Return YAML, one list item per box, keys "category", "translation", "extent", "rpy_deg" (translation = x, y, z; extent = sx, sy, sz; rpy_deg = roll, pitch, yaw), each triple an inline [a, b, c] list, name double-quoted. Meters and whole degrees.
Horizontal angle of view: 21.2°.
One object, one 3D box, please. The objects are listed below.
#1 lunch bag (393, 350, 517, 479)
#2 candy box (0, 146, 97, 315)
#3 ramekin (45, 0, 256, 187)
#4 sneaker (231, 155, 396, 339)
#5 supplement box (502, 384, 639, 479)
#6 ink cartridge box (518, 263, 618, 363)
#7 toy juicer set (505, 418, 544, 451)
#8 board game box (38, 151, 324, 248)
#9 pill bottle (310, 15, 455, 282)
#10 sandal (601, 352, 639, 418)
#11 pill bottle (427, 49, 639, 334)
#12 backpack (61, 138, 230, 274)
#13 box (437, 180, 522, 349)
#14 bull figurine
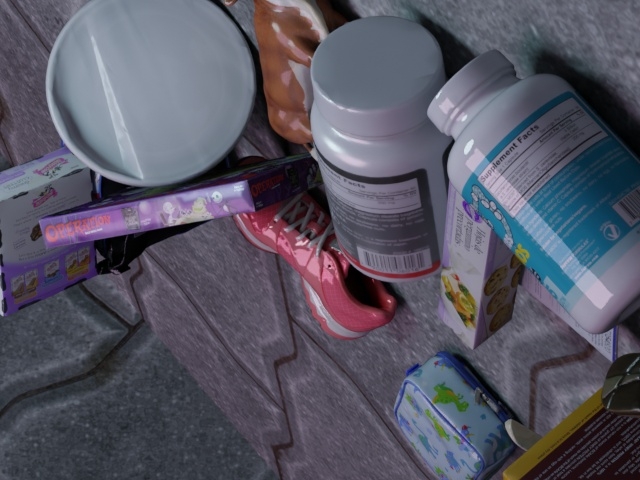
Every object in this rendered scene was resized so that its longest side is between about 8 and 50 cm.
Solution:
- category: "lunch bag"
  translation: [0.183, 0.252, 2.363]
  extent: [0.176, 0.090, 0.219]
  rpy_deg: [47, 162, 15]
- category: "candy box"
  translation: [-0.408, -0.014, 2.444]
  extent: [0.070, 0.165, 0.196]
  rpy_deg: [34, 135, 37]
- category: "ramekin"
  translation: [-0.223, -0.199, 2.269]
  extent: [0.273, 0.273, 0.127]
  rpy_deg: [53, 174, 0]
- category: "sneaker"
  translation: [0.001, 0.000, 2.362]
  extent: [0.314, 0.116, 0.136]
  rpy_deg: [50, 154, -14]
- category: "supplement box"
  translation: [0.335, 0.285, 1.857]
  extent: [0.194, 0.191, 0.129]
  rpy_deg: [41, 160, 32]
- category: "ink cartridge box"
  translation: [0.244, -0.001, 1.781]
  extent: [0.224, 0.045, 0.223]
  rpy_deg: [43, 161, 28]
- category: "toy juicer set"
  translation: [0.372, 0.334, 2.010]
  extent: [0.209, 0.089, 0.329]
  rpy_deg: [18, -148, -49]
- category: "board game box"
  translation: [-0.173, -0.055, 2.239]
  extent: [0.346, 0.208, 0.056]
  rpy_deg: [-9, 103, 33]
- category: "pill bottle"
  translation: [0.076, -0.097, 1.835]
  extent: [0.161, 0.161, 0.283]
  rpy_deg: [42, 159, 33]
- category: "sandal"
  translation: [0.368, 0.161, 1.714]
  extent: [0.060, 0.090, 0.219]
  rpy_deg: [30, 164, -26]
- category: "pill bottle"
  translation: [0.218, -0.052, 1.579]
  extent: [0.264, 0.146, 0.146]
  rpy_deg: [49, 163, 14]
- category: "backpack"
  translation: [-0.260, -0.129, 2.539]
  extent: [0.213, 0.276, 0.263]
  rpy_deg: [42, 147, 27]
- category: "box"
  translation: [0.172, 0.015, 1.805]
  extent: [0.063, 0.067, 0.324]
  rpy_deg: [44, 161, 21]
- category: "bull figurine"
  translation: [-0.014, -0.210, 1.951]
  extent: [0.188, 0.101, 0.310]
  rpy_deg: [40, 158, 32]
